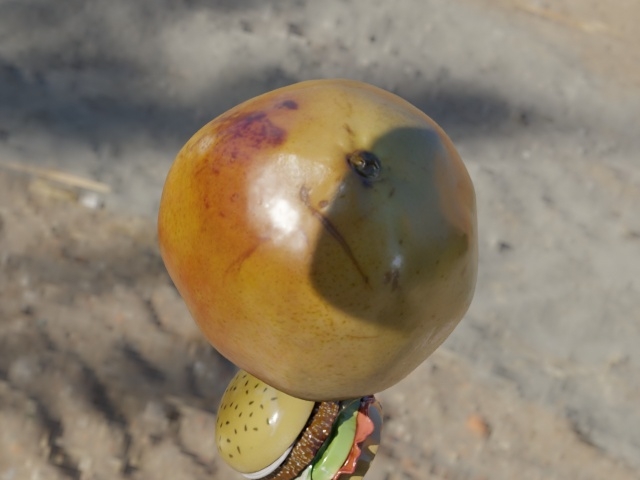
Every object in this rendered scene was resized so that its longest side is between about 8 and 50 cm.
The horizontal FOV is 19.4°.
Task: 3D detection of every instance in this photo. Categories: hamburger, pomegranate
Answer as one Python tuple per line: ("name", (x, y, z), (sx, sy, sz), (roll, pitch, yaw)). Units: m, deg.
("hamburger", (-0.031, 0.186, 1.898), (0.137, 0.175, 0.175), (33, 18, -30))
("pomegranate", (0.000, 0.000, 1.747), (0.319, 0.319, 0.319), (15, 27, -8))
